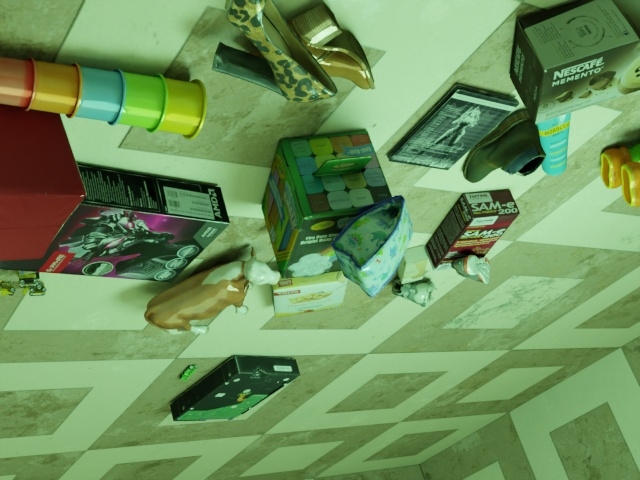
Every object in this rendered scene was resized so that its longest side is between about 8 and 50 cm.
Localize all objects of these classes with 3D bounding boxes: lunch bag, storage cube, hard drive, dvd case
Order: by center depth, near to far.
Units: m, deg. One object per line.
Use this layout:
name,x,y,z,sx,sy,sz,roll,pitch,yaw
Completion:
storage cube,-0.482,-0.094,1.240,0.193,0.214,0.184,-2,149,-42
lunch bag,0.101,0.002,1.509,0.151,0.096,0.129,-45,154,-11
dvd case,0.254,-0.214,1.668,0.165,0.018,0.221,5,146,-35
hard drive,-0.253,0.437,2.527,0.237,0.064,0.339,10,141,-43

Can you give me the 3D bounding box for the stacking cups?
stacking cups,-0.327,-0.218,1.248,0.316,0.096,0.096,7,144,-31

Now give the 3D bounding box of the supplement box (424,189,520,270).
supplement box,0.354,-0.021,2.029,0.130,0.073,0.239,-6,150,-21

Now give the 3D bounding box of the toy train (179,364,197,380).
toy train,-0.365,0.364,2.374,0.024,0.017,0.083,13,141,-29

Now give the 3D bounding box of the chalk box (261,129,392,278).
chalk box,0.014,-0.083,1.595,0.180,0.179,0.289,-7,150,-19

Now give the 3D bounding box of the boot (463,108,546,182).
boot,0.369,-0.157,1.746,0.082,0.106,0.219,-2,148,-29

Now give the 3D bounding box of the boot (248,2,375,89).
boot,-0.013,-0.272,1.342,0.152,0.072,0.197,-29,139,18

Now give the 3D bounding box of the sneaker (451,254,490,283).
sneaker,0.362,0.065,2.075,0.065,0.061,0.158,-1,164,32

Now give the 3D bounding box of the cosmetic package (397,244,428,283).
cosmetic package,0.228,0.061,2.140,0.060,0.041,0.115,-14,153,-7

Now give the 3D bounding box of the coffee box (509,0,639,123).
coffee box,0.491,-0.331,1.480,0.297,0.118,0.168,-18,154,-2

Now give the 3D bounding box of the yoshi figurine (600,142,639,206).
yoshi figurine,0.831,-0.171,1.936,0.362,0.203,0.203,-20,169,-2

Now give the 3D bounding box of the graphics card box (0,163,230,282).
graphics card box,-0.379,-0.026,1.551,0.371,0.094,0.233,7,144,-41

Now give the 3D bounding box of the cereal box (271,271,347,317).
cereal box,-0.029,0.121,2.039,0.173,0.047,0.240,-9,162,-4

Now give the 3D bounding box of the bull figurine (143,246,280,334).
bull figurine,-0.233,0.120,1.904,0.311,0.101,0.188,-20,155,2

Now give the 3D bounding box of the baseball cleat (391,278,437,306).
baseball cleat,0.246,0.128,2.265,0.110,0.072,0.206,17,174,11

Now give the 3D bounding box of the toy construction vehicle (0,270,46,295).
toy construction vehicle,-0.591,0.083,1.699,0.098,0.035,0.086,-2,160,-23

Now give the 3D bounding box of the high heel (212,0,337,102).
high heel,-0.039,-0.296,1.180,0.186,0.093,0.261,17,148,-6

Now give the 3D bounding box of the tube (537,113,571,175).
tube,0.484,-0.213,1.786,0.080,0.052,0.207,-28,147,-2

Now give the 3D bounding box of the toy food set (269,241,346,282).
toy food set,0.000,0.000,1.828,0.192,0.038,0.132,29,109,-22
